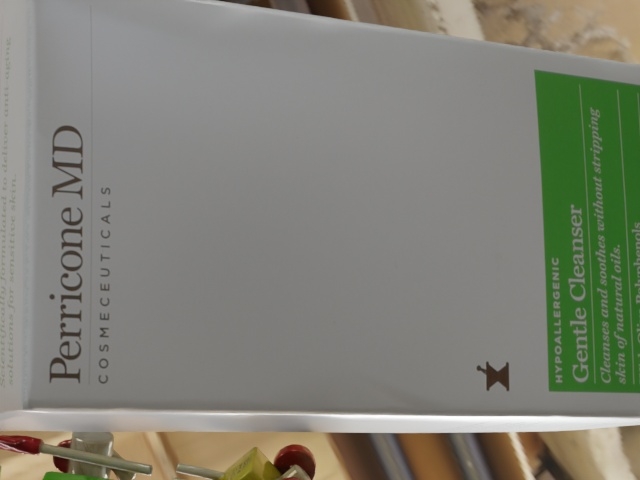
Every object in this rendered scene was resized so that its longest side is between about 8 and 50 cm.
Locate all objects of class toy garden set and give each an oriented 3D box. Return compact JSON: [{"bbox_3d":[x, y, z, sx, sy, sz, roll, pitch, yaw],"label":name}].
[{"bbox_3d":[-0.104,0.161,0.848,0.244,0.204,0.049,8,-77,-2],"label":"toy garden set"}]

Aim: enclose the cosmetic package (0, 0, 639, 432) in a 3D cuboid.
[{"bbox_3d":[0.000,0.000,0.761,0.365,0.155,0.197,3,-100,-30],"label":"cosmetic package"}]
